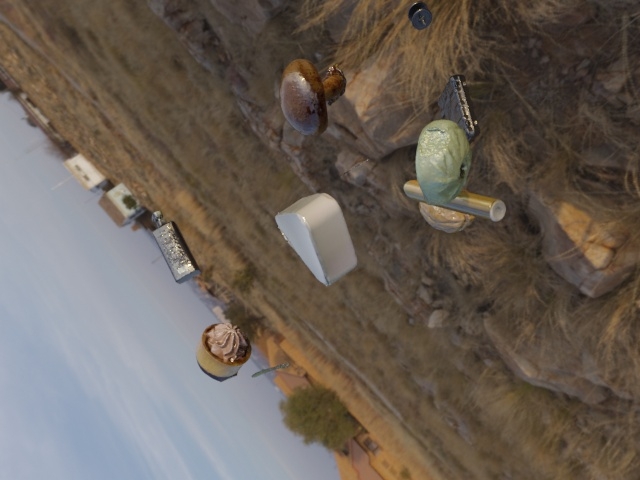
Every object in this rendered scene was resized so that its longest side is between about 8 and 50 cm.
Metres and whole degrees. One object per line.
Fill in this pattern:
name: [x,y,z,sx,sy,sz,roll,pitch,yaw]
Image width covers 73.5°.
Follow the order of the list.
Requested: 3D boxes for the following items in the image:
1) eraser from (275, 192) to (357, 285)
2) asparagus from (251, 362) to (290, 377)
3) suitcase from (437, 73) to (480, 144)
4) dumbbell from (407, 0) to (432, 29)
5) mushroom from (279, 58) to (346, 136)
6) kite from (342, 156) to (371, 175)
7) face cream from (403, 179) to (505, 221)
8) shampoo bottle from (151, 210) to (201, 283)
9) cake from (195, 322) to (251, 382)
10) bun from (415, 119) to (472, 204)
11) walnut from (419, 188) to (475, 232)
eraser: [0.000,0.000,1.491,0.331,0.150,0.331,49,161,24]
asparagus: [-0.126,0.325,1.073,0.166,0.013,0.016,-32,72,41]
suitcase: [0.586,-0.532,1.828,0.206,0.066,0.285,100,160,-75]
dumbbell: [0.333,-0.754,1.435,0.069,0.070,0.147,68,-169,-48]
mushroom: [-0.019,-0.645,1.968,0.334,0.357,0.330,-128,42,-60]
kite: [0.134,-0.280,1.622,0.011,0.139,0.156,56,-179,-7]
face cream: [0.407,-0.125,1.314,0.285,0.067,0.139,21,-173,37]
shampoo bottle: [-0.575,0.015,1.664,0.309,0.098,0.071,58,176,17]
cake: [-0.332,0.383,1.555,0.208,0.178,0.185,43,-152,-8]
bun: [0.313,-0.191,1.063,0.109,0.221,0.221,6,142,27]
walnut: [0.501,-0.133,1.702,0.245,0.198,0.198,51,170,46]
